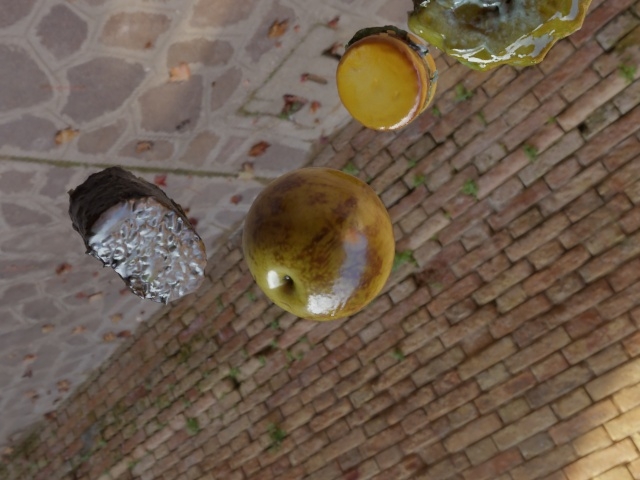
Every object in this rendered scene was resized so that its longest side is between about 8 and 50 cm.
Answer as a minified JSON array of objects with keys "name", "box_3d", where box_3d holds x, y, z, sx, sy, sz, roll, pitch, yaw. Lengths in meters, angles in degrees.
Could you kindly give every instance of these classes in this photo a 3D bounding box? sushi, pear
[{"name":"sushi","box_3d":[-0.170,-0.004,0.640,0.090,0.078,0.150,-46,138,-5]},{"name":"pear","box_3d":[0.000,0.000,1.177,0.280,0.281,0.281,-25,160,-10]}]

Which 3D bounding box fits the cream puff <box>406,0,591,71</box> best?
[{"name":"cream puff","box_3d":[0.228,-0.299,0.781,0.194,0.195,0.221,-8,149,-44]}]

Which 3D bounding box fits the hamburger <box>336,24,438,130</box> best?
[{"name":"hamburger","box_3d":[0.163,-0.386,1.557,0.170,0.246,0.246,-44,177,-47]}]
